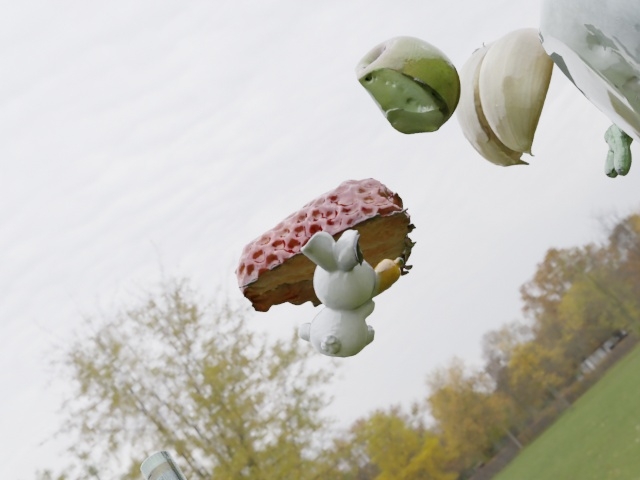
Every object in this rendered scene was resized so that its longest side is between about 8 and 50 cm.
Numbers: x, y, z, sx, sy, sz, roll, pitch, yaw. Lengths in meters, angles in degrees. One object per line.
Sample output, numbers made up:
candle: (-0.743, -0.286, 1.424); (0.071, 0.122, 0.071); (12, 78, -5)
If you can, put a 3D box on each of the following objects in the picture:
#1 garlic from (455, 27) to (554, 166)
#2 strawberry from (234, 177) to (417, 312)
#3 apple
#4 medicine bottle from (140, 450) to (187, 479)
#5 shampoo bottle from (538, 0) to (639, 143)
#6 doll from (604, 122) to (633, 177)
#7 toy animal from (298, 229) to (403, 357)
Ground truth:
garlic: (0.427, -0.329, 2.007); (0.249, 0.286, 0.313); (14, -84, -39)
strawberry: (0.011, 0.004, 1.404); (0.280, 0.150, 0.253); (-27, -28, 7)
apple: (0.174, -0.310, 1.741); (0.174, 0.207, 0.188); (-40, -62, -3)
medicine bottle: (-0.201, 0.325, 1.184); (0.047, 0.083, 0.047); (-27, -36, -22)
shampoo bottle: (0.405, -0.255, 0.918); (0.317, 0.322, 0.322); (-43, -17, -1)
doll: (0.503, -0.176, 1.465); (0.115, 0.078, 0.150); (26, -105, -83)
toy animal: (0.038, 0.056, 1.114); (0.127, 0.131, 0.181); (-78, -9, -69)
